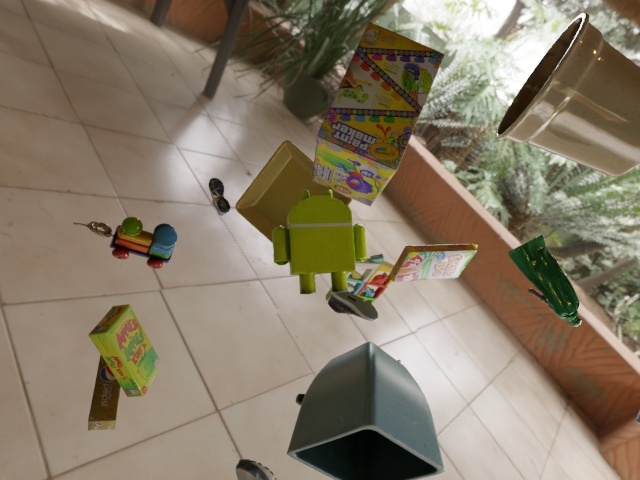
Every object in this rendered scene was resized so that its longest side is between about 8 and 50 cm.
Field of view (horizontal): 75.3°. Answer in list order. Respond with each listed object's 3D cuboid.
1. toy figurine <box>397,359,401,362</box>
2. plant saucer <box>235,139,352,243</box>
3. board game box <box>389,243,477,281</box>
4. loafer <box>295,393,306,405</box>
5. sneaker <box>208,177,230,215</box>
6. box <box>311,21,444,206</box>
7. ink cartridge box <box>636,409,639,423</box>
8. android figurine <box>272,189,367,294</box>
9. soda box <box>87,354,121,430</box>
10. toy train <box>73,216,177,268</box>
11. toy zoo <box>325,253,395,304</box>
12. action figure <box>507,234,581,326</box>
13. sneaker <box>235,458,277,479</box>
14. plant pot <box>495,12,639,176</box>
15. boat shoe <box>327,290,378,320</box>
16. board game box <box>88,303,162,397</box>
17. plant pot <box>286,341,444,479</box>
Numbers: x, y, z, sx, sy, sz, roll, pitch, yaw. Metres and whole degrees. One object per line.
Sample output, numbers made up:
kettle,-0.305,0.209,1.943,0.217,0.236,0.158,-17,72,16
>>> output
toy figurine,0.186,0.469,1.264,0.148,0.210,0.213,62,-1,31
plant saucer,-0.097,-0.142,1.554,0.333,0.333,0.081,42,13,7
board game box,0.336,0.064,1.206,0.259,0.124,0.039,-3,45,-25
loafer,0.024,0.536,1.408,0.223,0.076,0.078,13,61,-16
sneaker,-0.345,-0.143,1.382,0.052,0.058,0.135,-11,74,-32
box,0.114,-0.268,0.966,0.177,0.279,0.290,24,-10,1
ink cartridge box,0.586,0.161,0.504,0.197,0.270,0.198,33,-20,14
android figurine,0.000,0.000,1.069,0.248,0.056,0.272,-4,81,-12
soda box,-0.533,0.374,1.041,0.061,0.058,0.181,8,44,-23
toy train,-0.487,-0.019,1.041,0.248,0.143,0.105,20,64,-23
toy zoo,0.162,0.150,1.540,0.192,0.293,0.030,13,45,-20
action figure,0.571,0.110,1.038,0.137,0.063,0.232,-22,73,-20
sneaker,-0.180,0.761,1.186,0.122,0.110,0.283,-39,113,-57
plant pot,0.675,-0.331,1.041,0.305,0.333,0.334,31,25,5
boat shoe,0.114,0.238,1.468,0.183,0.083,0.065,33,44,10
board game box,-0.413,0.238,0.894,0.092,0.043,0.181,-76,156,-60
plant pot,0.107,0.396,0.979,0.248,0.247,0.252,40,34,-23
